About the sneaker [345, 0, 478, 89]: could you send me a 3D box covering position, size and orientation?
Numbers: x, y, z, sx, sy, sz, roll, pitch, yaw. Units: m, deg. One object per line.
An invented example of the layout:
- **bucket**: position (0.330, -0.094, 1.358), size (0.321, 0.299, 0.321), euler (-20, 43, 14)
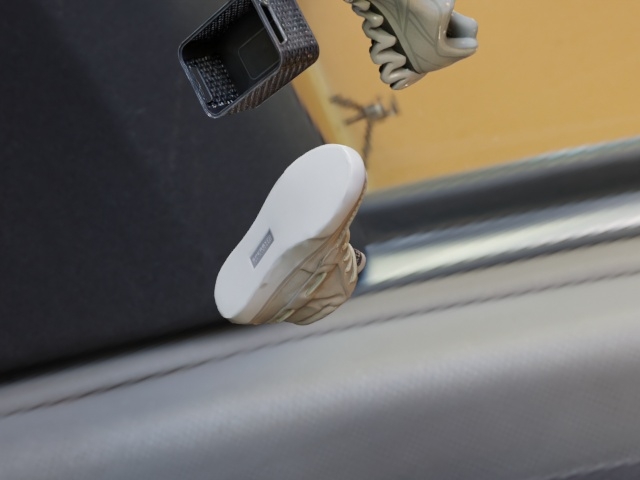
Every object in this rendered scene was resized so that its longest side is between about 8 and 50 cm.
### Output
- **sneaker**: position (0.076, -0.281, 1.267), size (0.292, 0.118, 0.110), euler (48, 41, -47)

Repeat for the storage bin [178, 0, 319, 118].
- **storage bin**: position (-0.103, -0.266, 1.703), size (0.084, 0.180, 0.122), euler (-22, 83, -48)

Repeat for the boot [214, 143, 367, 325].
- **boot**: position (0.000, 0.000, 1.266), size (0.123, 0.258, 0.095), euler (8, 49, -36)
